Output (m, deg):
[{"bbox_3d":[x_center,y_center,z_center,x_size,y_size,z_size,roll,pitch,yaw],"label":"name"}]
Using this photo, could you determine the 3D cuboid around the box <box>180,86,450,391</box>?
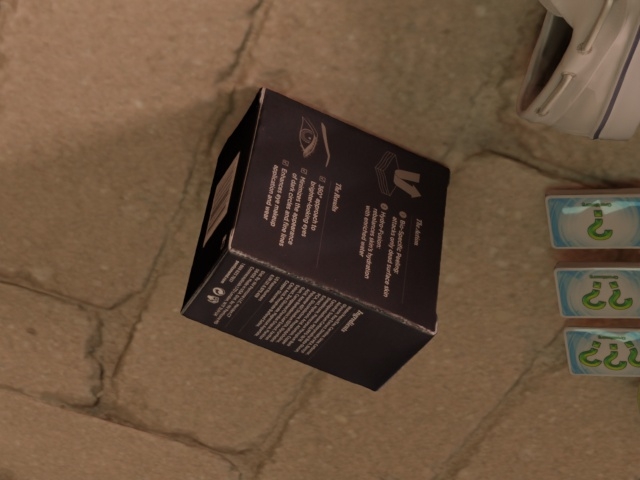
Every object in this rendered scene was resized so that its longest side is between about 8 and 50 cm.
[{"bbox_3d":[0.000,0.000,0.990,0.158,0.156,0.093,23,138,-15],"label":"box"}]

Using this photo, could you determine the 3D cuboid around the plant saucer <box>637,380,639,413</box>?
[{"bbox_3d":[0.381,0.116,1.137,0.241,0.037,0.241,6,139,5],"label":"plant saucer"}]

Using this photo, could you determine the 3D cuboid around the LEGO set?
[{"bbox_3d":[0.292,0.048,1.025,0.244,0.060,0.182,0,126,20],"label":"LEGO set"}]

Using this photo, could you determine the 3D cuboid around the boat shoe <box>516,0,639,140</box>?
[{"bbox_3d":[0.169,-0.154,0.830,0.084,0.095,0.258,5,138,0],"label":"boat shoe"}]
